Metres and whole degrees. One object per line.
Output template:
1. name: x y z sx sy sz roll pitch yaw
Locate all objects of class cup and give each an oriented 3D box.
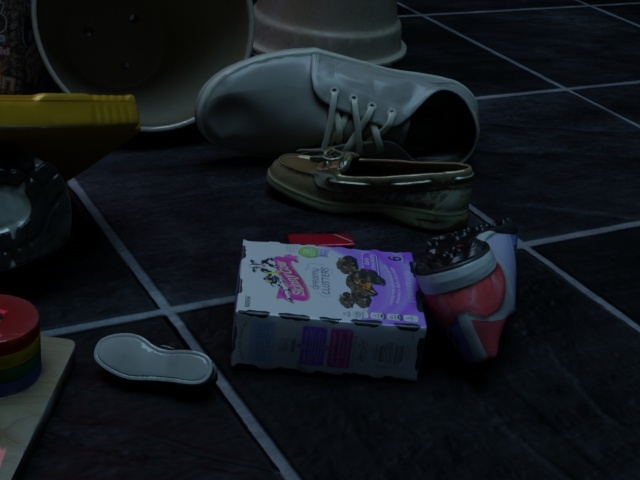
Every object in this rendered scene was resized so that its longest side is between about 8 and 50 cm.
1. cup: -0.296 -0.329 1.653 0.331 0.331 0.237 -6 5 -23

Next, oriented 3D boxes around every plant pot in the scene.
1. plant pot: 0.019 -0.527 2.060 0.334 0.305 0.334 4 27 -2

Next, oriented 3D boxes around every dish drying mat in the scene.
1. dish drying mat: 0.000 0.000 1.356 0.083 0.008 0.032 0 29 -12

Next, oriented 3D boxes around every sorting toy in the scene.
1. sorting toy: -0.376 0.125 0.947 0.257 0.089 0.255 6 27 0

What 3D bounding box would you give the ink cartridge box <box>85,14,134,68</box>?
1. ink cartridge box: -0.324 -0.423 1.916 0.097 0.188 0.255 18 28 25

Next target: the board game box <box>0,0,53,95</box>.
1. board game box: -0.501 -0.372 1.663 0.141 0.291 0.232 8 28 1

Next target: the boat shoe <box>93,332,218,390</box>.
1. boat shoe: -0.162 0.122 1.053 0.125 0.038 0.046 6 68 12

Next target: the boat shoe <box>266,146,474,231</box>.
1. boat shoe: 0.067 -0.087 1.449 0.285 0.089 0.104 11 28 10

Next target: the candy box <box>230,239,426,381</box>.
1. candy box: 0.006 0.072 1.149 0.196 0.070 0.165 5 27 -4

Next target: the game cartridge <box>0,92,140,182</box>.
1. game cartridge: -0.402 -0.108 1.231 0.324 0.052 0.285 -8 -8 -38

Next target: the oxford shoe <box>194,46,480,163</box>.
1. oxford shoe: 0.042 -0.182 1.558 0.449 0.169 0.130 2 29 -19

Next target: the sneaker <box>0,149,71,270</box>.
1. sneaker: -0.489 -0.002 1.174 0.410 0.158 0.182 -6 -1 -19

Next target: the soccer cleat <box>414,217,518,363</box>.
1. soccer cleat: 0.179 0.048 1.225 0.109 0.116 0.318 -17 5 16
